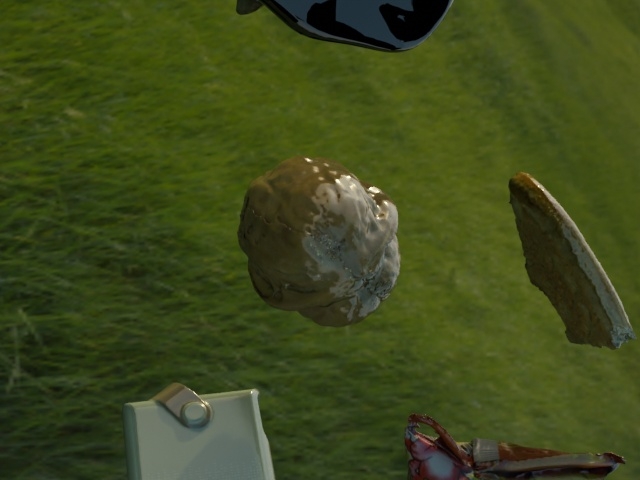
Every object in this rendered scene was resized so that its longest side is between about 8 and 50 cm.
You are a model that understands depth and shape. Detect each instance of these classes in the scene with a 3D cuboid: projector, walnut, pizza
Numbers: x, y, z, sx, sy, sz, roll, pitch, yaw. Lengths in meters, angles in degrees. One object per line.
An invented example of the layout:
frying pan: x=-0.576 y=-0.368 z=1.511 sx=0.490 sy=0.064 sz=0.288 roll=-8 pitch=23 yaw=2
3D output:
projector: x=-0.148 y=0.297 z=1.301 sx=0.163 sy=0.177 sz=0.242 roll=98 pitch=-18 yaw=-48
walnut: x=0.000 y=0.000 z=1.276 sx=0.245 sy=0.198 sz=0.198 roll=48 pitch=-17 yaw=59
pizza: x=0.252 y=0.044 z=1.063 sx=0.181 sy=0.034 sz=0.262 roll=57 pitch=-3 yaw=27

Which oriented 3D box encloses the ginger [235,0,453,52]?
ginger: x=0.011 y=-0.356 z=0.812 sx=0.211 sy=0.358 sz=0.413 roll=49 pitch=5 yaw=30

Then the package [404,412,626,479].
package: x=0.173 y=0.294 z=1.050 sx=0.108 sy=0.223 sz=0.288 roll=-85 pitch=-178 yaw=-61
